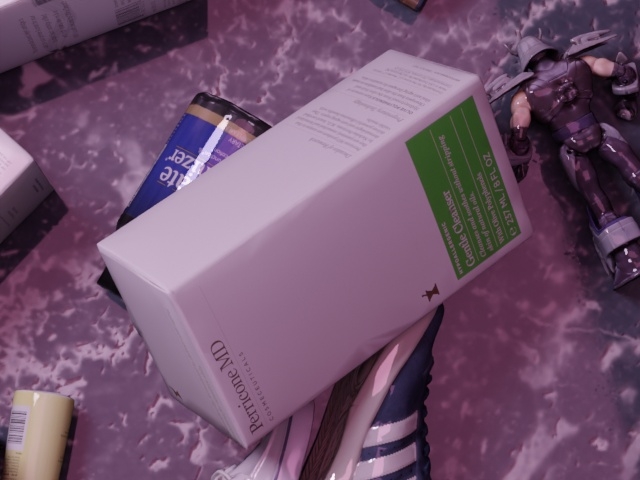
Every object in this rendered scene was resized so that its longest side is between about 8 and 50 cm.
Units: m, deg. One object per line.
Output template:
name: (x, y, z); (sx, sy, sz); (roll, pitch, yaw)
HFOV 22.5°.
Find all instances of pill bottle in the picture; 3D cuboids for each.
pill bottle: (-0.126, -0.026, 1.602); (0.123, 0.123, 0.219); (31, 85, 1)

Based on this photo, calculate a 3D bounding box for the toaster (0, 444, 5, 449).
toaster: (-0.371, 0.247, 1.532); (0.110, 0.168, 0.185); (6, 83, -2)

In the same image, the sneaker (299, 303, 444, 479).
sneaker: (0.071, 0.223, 1.592); (0.148, 0.131, 0.350); (24, 86, -9)

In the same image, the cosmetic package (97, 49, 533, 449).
cosmetic package: (0.000, 0.000, 1.523); (0.365, 0.155, 0.197); (-37, 123, -20)

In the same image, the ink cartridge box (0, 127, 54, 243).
ink cartridge box: (-0.407, -0.036, 1.565); (0.171, 0.168, 0.232); (43, 82, 3)

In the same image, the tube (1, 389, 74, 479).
tube: (-0.290, 0.269, 1.582); (0.062, 0.070, 0.240); (3, 77, 23)

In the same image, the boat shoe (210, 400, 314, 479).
boat shoe: (-0.080, 0.265, 1.584); (0.084, 0.095, 0.258); (22, 82, -4)

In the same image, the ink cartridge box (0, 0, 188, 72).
ink cartridge box: (-0.262, -0.271, 1.583); (0.283, 0.207, 0.117); (-22, 84, -6)

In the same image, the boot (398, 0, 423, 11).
boot: (0.106, -0.359, 1.680); (0.106, 0.082, 0.219); (27, 84, -2)

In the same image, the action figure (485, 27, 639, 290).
action figure: (0.272, -0.096, 1.654); (0.185, 0.099, 0.285); (-30, 82, 1)
